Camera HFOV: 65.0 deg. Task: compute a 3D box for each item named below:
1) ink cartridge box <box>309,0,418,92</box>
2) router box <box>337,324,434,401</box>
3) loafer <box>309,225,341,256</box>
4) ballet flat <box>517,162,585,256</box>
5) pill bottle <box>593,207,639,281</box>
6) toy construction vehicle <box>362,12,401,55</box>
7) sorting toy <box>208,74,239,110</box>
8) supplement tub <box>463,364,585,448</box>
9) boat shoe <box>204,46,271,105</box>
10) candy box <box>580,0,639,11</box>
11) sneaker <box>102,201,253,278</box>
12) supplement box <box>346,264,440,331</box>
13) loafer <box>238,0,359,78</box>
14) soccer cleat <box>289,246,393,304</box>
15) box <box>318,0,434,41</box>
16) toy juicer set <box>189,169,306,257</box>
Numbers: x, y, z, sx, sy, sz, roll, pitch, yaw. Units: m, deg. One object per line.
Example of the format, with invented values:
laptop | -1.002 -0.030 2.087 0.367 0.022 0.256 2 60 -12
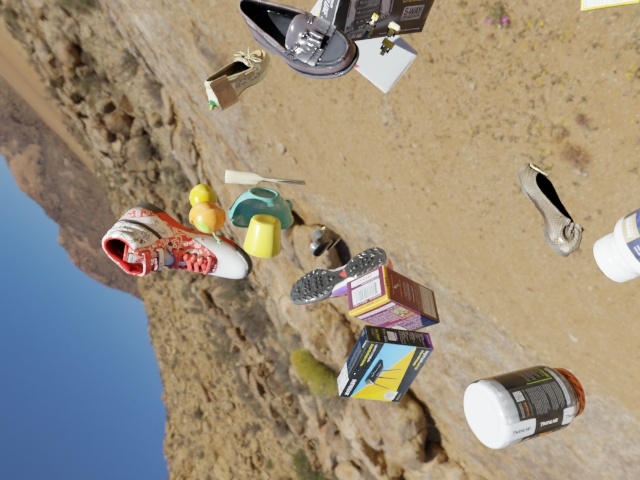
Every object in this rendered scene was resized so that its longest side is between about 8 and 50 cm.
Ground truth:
ink cartridge box | 0.118 -0.671 1.652 0.279 0.160 0.384 30 -160 -25
router box | 0.122 0.243 0.978 0.046 0.133 0.179 -97 20 -49
loafer | 0.000 0.000 1.379 0.061 0.062 0.170 43 -162 8
ballet flat | 0.446 -0.074 0.968 0.084 0.250 0.058 20 132 -17
pill bottle | 0.452 -0.007 0.656 0.094 0.094 0.169 43 144 1
toy construction vehicle | 0.142 -0.488 1.199 0.086 0.035 0.098 33 161 -8
sorting toy | -0.213 -0.307 1.062 0.012 0.083 0.062 -6 119 41
supplement tub | 0.364 0.289 0.893 0.117 0.190 0.117 174 90 -70
boat shoe | -0.263 -0.549 1.638 0.105 0.285 0.089 20 147 27
candy box | 0.582 -0.576 1.005 0.105 0.027 0.205 2 104 24
sneaker | -0.275 0.033 0.960 0.270 0.145 0.090 27 126 1
supplement box | 0.157 0.134 1.081 0.104 0.080 0.188 -29 140 35
loafer | -0.057 -0.409 1.000 0.302 0.109 0.095 36 -174 34
soccer cleat | 0.063 0.127 1.474 0.116 0.318 0.108 52 -162 -46
box | 0.159 -0.632 1.264 0.076 0.307 0.242 62 155 23
toy juicer set | -0.157 -0.066 1.035 0.209 0.089 0.329 12 -155 2
